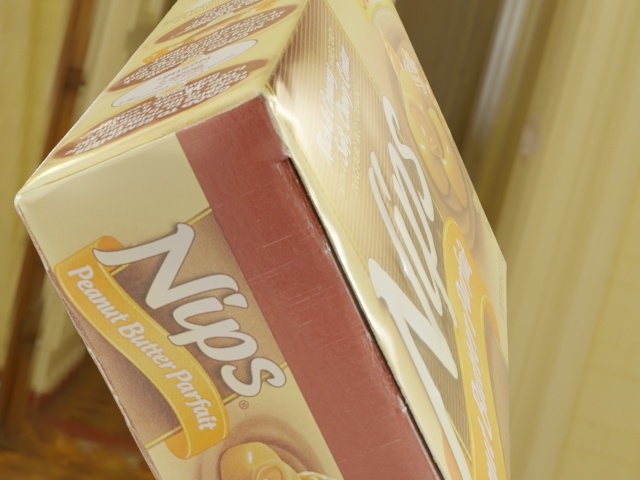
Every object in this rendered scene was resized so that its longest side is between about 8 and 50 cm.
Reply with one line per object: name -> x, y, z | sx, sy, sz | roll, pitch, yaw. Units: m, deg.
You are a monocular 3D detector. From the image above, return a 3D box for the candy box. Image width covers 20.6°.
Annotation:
candy box -> 0.000, 0.000, 0.657 | 0.088, 0.183, 0.316 | -22, 16, 13
